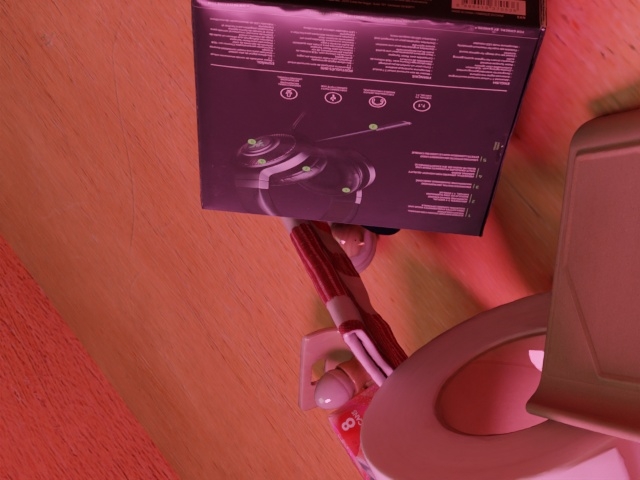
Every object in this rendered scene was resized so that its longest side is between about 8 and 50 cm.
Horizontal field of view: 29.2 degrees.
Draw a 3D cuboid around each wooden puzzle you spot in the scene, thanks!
[{"bbox_3d":[0.226,0.018,0.856,0.221,0.044,0.239,178,105,-72],"label":"wooden puzzle"}]

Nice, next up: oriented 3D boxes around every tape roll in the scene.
[{"bbox_3d":[0.180,0.154,1.015,0.286,0.286,0.100,13,132,59],"label":"tape roll"}]

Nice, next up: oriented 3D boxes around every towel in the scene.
[{"bbox_3d":[0.000,0.000,1.198,0.329,0.037,0.237,62,-175,32],"label":"towel"}]

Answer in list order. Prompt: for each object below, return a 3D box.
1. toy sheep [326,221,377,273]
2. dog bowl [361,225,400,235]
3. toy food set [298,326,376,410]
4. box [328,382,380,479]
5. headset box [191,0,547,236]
[{"bbox_3d":[0.022,0.001,1.398,0.091,0.091,0.132,53,171,7],"label":"toy sheep"},{"bbox_3d":[0.018,-0.148,1.212,0.297,0.074,0.166,57,158,0],"label":"dog bowl"},{"bbox_3d":[0.081,0.275,1.634,0.306,0.092,0.220,46,155,25],"label":"toy food set"},{"bbox_3d":[0.131,0.262,1.337,0.154,0.142,0.300,55,175,32],"label":"box"},{"bbox_3d":[0.030,-0.129,0.972,0.283,0.246,0.131,94,-179,-57],"label":"headset box"}]
